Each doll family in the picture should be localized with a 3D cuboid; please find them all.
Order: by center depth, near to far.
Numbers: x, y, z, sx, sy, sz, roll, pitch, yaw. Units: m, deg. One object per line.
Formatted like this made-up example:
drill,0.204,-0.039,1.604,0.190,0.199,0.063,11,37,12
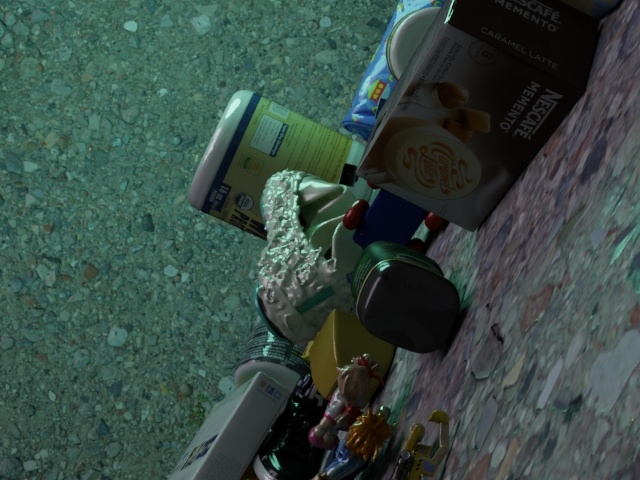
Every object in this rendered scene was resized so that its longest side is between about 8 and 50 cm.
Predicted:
doll family,0.009,0.231,1.285,0.263,0.118,0.163,-47,-12,-30

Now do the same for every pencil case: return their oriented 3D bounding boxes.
pencil case,0.153,-0.304,2.327,0.133,0.119,0.306,21,85,44

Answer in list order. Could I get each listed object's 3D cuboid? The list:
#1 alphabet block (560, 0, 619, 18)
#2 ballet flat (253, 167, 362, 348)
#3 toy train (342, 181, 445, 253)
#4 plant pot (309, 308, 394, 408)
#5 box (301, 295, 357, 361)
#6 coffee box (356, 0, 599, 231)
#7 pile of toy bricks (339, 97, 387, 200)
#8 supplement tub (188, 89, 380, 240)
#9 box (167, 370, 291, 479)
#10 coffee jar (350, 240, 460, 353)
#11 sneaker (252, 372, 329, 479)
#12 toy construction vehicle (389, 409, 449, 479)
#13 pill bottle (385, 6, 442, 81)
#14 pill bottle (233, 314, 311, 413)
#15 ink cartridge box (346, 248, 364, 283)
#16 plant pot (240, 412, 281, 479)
alphabet block,0.207,-0.331,1.254,0.192,0.197,0.193,164,131,-84
ballet flat,0.000,0.000,1.745,0.409,0.147,0.147,-90,24,-63
toy train,0.131,-0.088,1.586,0.143,0.105,0.248,-51,-6,-39
plant pot,0.036,0.144,1.507,0.083,0.081,0.081,-88,20,-47
box,0.031,0.126,1.770,0.232,0.058,0.087,137,157,-79
coffee box,0.147,-0.133,1.274,0.246,0.141,0.098,-58,8,54
pile of toy bricks,0.104,-0.107,1.906,0.105,0.118,0.212,2,-76,-75
supplement tub,-0.048,-0.101,2.298,0.228,0.316,0.228,-155,90,-86
box,-0.169,0.337,1.730,0.322,0.058,0.232,-57,6,-25
coffee jar,0.081,0.054,1.300,0.184,0.096,0.079,-97,29,-83
sneaker,-0.025,0.236,1.699,0.217,0.079,0.121,-79,14,-76
toy construction vehicle,0.075,0.192,1.067,0.086,0.035,0.098,99,-165,-63
pill bottle,0.164,-0.284,1.984,0.229,0.131,0.131,-92,27,-81
pill bottle,-0.039,0.145,2.064,0.130,0.130,0.246,119,175,-46
ink cartridge box,0.000,0.027,2.028,0.097,0.046,0.207,-24,17,-18
plant pot,-0.094,0.304,1.983,0.134,0.134,0.095,-65,-20,3
